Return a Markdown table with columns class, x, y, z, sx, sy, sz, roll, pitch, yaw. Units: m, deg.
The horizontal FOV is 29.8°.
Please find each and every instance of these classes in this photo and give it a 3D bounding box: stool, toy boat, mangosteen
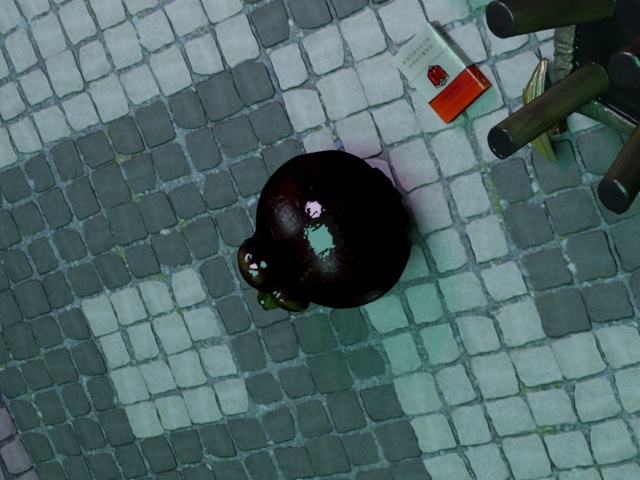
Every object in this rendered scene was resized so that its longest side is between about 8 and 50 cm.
| class | x | y | z | sx | sy | sz | roll | pitch | yaw |
| --- | --- | --- | --- | --- | --- | --- | --- | --- | --- |
| stool | 0.416 | -0.246 | 1.767 | 0.310 | 0.226 | 0.310 | 30 | 140 | 37 |
| toy boat | 0.374 | -0.217 | 2.006 | 0.066 | 0.065 | 0.172 | -9 | 103 | 7 |
| mangosteen | 0.001 | -0.014 | 2.122 | 0.313 | 0.297 | 0.297 | -14 | 102 | -8 |

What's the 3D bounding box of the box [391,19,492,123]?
| class | x | y | z | sx | sy | sz | roll | pitch | yaw |
| --- | --- | --- | --- | --- | --- | --- | --- | --- | --- |
| box | 0.209 | -0.291 | 2.079 | 0.152 | 0.048 | 0.100 | 49 | 123 | 3 |
